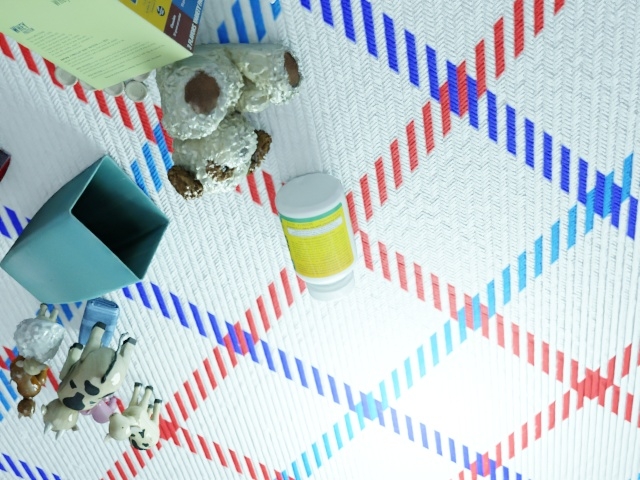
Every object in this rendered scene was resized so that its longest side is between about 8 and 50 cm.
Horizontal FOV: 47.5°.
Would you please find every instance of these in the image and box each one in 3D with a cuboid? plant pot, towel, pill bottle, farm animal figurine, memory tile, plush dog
[{"bbox_3d":[-0.418,0.002,1.248,0.234,0.165,0.165,-24,122,27],"label":"plant pot"},{"bbox_3d":[-0.437,0.162,1.436,0.067,0.029,0.119,19,123,-11],"label":"towel"},{"bbox_3d":[0.000,0.000,1.254,0.118,0.117,0.208,-9,125,8],"label":"pill bottle"},{"bbox_3d":[-0.453,0.305,1.422,0.330,0.172,0.326,20,132,-14],"label":"farm animal figurine"},{"bbox_3d":[-0.335,-0.280,1.128,0.148,0.012,0.113,13,125,-7],"label":"memory tile"},{"bbox_3d":[-0.169,-0.175,1.097,0.211,0.262,0.225,16,121,31],"label":"plush dog"}]

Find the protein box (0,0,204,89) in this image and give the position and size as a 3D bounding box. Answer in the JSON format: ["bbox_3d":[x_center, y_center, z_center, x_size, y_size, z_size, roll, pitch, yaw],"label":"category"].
[{"bbox_3d":[-0.287,-0.317,0.917,0.200,0.135,0.201,-8,156,38],"label":"protein box"}]

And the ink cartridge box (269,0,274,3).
[{"bbox_3d":[-0.109,-0.504,0.889,0.309,0.130,0.272,31,121,-19],"label":"ink cartridge box"}]

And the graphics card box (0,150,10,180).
[{"bbox_3d":[-0.693,-0.143,1.101,0.371,0.232,0.094,34,123,-19],"label":"graphics card box"}]
